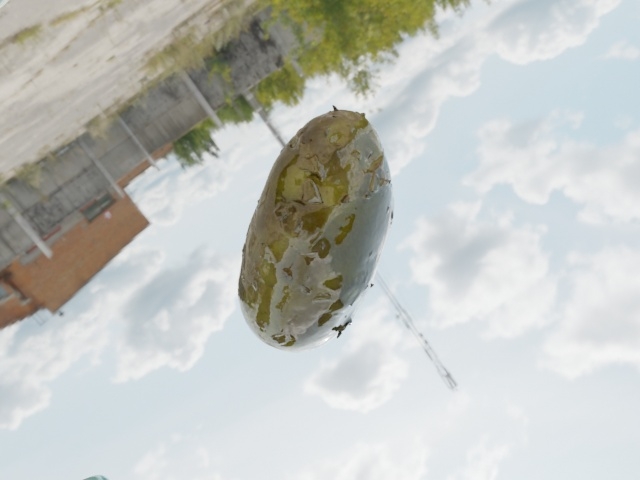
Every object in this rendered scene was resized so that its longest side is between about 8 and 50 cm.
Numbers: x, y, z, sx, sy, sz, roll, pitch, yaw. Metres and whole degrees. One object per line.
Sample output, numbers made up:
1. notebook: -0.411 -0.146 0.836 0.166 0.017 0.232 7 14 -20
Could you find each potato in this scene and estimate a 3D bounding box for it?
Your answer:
1. potato: 0.000 0.000 0.717 0.141 0.296 0.191 29 -139 24

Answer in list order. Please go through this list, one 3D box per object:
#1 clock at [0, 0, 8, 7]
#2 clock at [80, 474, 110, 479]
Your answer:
1. clock: -0.356 -0.254 0.509 0.236 0.236 0.053 -22 -117 36
2. clock: -0.315 0.345 0.727 0.223 0.094 0.274 -38 165 31
